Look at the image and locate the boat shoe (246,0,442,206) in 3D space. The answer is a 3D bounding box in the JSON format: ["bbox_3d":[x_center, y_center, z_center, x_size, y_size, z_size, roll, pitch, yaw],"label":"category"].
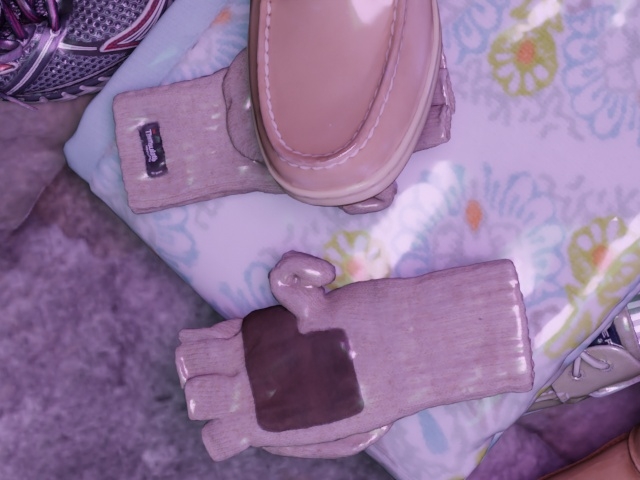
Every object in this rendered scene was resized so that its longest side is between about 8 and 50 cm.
[{"bbox_3d":[0.008,-0.168,0.860,0.109,0.098,0.302,1,69,18],"label":"boat shoe"}]

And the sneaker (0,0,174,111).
[{"bbox_3d":[-0.228,-0.125,0.979,0.299,0.112,0.121,-14,99,0],"label":"sneaker"}]

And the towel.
[{"bbox_3d":[0.075,-0.083,0.960,0.320,0.090,0.374,43,96,12],"label":"towel"}]

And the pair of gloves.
[{"bbox_3d":[0.000,0.000,0.909,0.204,0.042,0.240,-20,80,15],"label":"pair of gloves"}]

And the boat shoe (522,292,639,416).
[{"bbox_3d":[0.176,0.044,1.023,0.302,0.094,0.109,-21,99,2],"label":"boat shoe"}]

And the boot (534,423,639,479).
[{"bbox_3d":[0.151,0.166,0.987,0.269,0.236,0.089,-25,60,1],"label":"boot"}]
